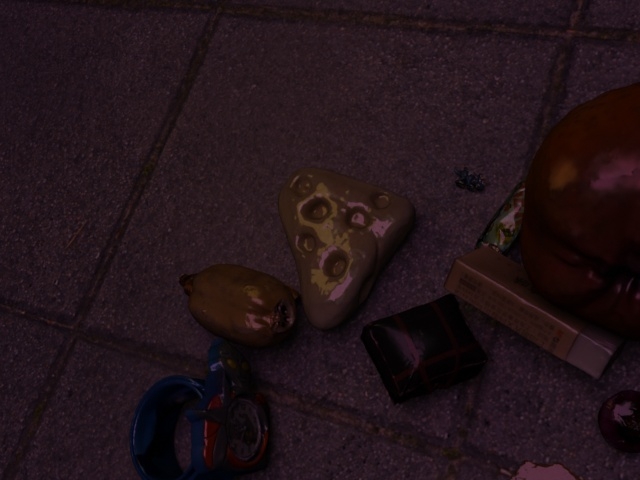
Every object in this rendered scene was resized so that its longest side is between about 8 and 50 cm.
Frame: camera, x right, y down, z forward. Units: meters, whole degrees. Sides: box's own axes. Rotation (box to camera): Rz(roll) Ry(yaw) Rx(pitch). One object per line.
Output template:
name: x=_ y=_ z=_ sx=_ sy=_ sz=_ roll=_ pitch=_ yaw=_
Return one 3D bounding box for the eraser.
eraser: x=0.420 y=0.131 z=1.384 sx=0.343 sy=0.144 sz=0.078 roll=32 pitch=119 yaw=28

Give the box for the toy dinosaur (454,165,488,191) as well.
toy dinosaur: x=0.338 y=-0.141 z=1.605 sx=0.083 sy=0.030 sz=0.047 roll=22 pitch=76 yaw=26

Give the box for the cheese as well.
cheese: x=0.000 y=0.000 z=1.609 sx=0.328 sy=0.129 sz=0.351 roll=29 pitch=78 yaw=26

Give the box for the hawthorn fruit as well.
hawthorn fruit: x=0.570 y=-0.073 z=1.262 sx=0.472 sy=0.472 sz=0.471 roll=-8 pitch=65 yaw=17

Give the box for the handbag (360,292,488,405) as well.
handbag: x=0.208 y=0.223 z=1.419 sx=0.215 sy=0.155 sz=0.169 roll=-19 pitch=63 yaw=-9

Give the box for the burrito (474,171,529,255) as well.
burrito: x=0.448 y=-0.069 z=1.520 sx=0.104 sy=0.054 sz=0.288 roll=34 pitch=82 yaw=28

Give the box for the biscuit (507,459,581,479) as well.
biscuit: x=0.421 y=0.538 z=1.288 sx=0.237 sy=0.013 sz=0.232 roll=40 pitch=85 yaw=28

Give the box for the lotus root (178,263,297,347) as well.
lotus root: x=-0.196 y=0.140 z=1.605 sx=0.343 sy=0.151 sz=0.169 roll=14 pitch=89 yaw=41

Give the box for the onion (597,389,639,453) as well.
onion: x=0.564 y=0.328 z=1.278 sx=0.115 sy=0.104 sz=0.115 roll=-2 pitch=84 yaw=14

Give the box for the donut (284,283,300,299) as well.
donut: x=-0.092 y=0.119 z=1.631 sx=0.083 sy=0.067 sz=0.038 roll=26 pitch=100 yaw=-7

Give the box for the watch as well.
watch: x=-0.270 y=0.372 z=1.505 sx=0.274 sy=0.241 sz=0.305 roll=-21 pitch=61 yaw=26
